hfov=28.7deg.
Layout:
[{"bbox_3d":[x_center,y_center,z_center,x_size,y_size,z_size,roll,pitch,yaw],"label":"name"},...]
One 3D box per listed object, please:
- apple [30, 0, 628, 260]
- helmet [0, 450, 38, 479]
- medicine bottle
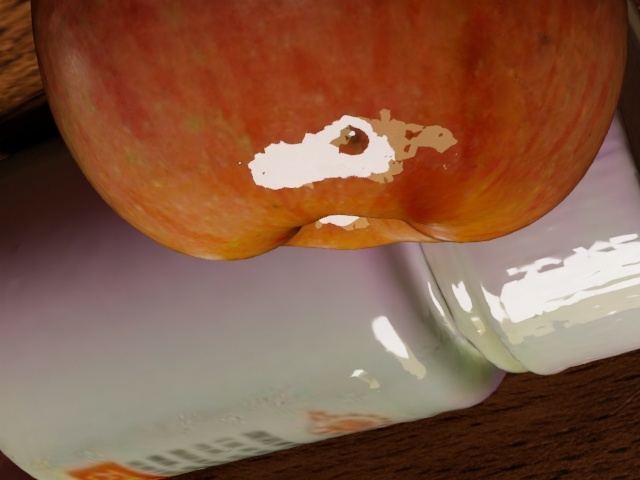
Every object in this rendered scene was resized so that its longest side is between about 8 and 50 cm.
[{"bbox_3d":[0.005,-0.074,0.446,0.209,0.164,0.209,-9,170,-2],"label":"apple"},{"bbox_3d":[-0.326,0.160,1.125,0.338,0.230,0.385,-2,174,-39],"label":"helmet"},{"bbox_3d":[0.000,0.000,0.693,0.388,0.219,0.219,-19,168,25],"label":"medicine bottle"}]
